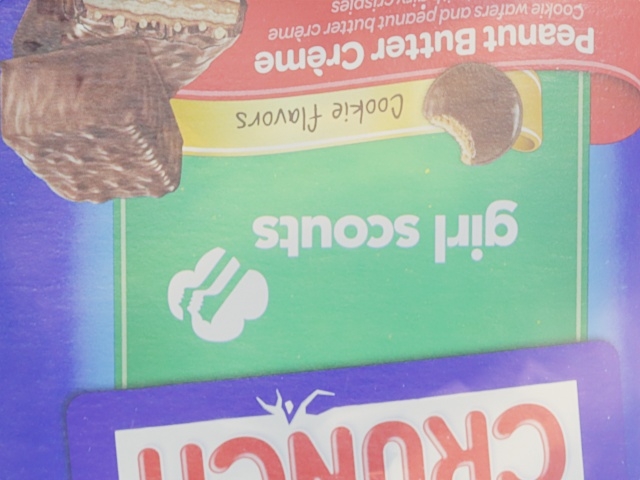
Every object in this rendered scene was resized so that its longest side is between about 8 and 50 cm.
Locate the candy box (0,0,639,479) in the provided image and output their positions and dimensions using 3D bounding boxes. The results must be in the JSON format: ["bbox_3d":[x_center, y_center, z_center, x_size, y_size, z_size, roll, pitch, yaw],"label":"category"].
[{"bbox_3d":[0.000,0.000,0.722,0.268,0.317,0.122,-1,-174,-8],"label":"candy box"}]
